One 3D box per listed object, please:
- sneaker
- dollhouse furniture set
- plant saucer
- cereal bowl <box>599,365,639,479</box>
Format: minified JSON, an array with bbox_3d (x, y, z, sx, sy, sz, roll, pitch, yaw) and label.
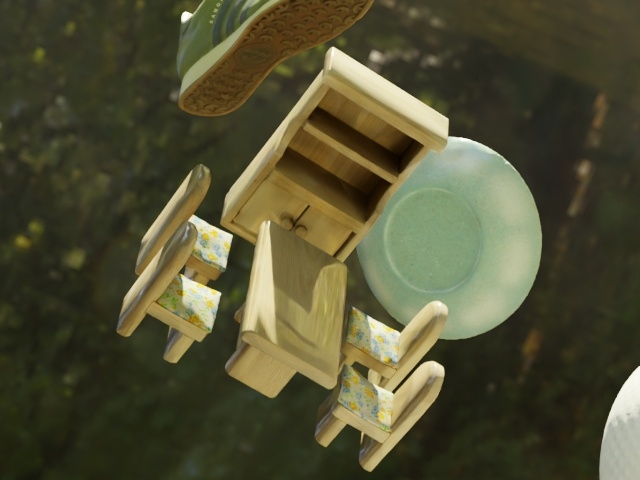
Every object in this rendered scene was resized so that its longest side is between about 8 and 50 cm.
[{"bbox_3d":[-0.040,-0.168,1.377,0.192,0.064,0.086,-34,53,39],"label":"sneaker"},{"bbox_3d":[0.000,0.000,1.414,0.161,0.212,0.242,-51,17,30],"label":"dollhouse furniture set"},{"bbox_3d":[0.113,-0.001,1.863,0.037,0.195,0.195,-10,-54,-63],"label":"plant saucer"},{"bbox_3d":[0.479,0.271,2.169,0.141,0.339,0.339,-18,44,54],"label":"cereal bowl"}]
